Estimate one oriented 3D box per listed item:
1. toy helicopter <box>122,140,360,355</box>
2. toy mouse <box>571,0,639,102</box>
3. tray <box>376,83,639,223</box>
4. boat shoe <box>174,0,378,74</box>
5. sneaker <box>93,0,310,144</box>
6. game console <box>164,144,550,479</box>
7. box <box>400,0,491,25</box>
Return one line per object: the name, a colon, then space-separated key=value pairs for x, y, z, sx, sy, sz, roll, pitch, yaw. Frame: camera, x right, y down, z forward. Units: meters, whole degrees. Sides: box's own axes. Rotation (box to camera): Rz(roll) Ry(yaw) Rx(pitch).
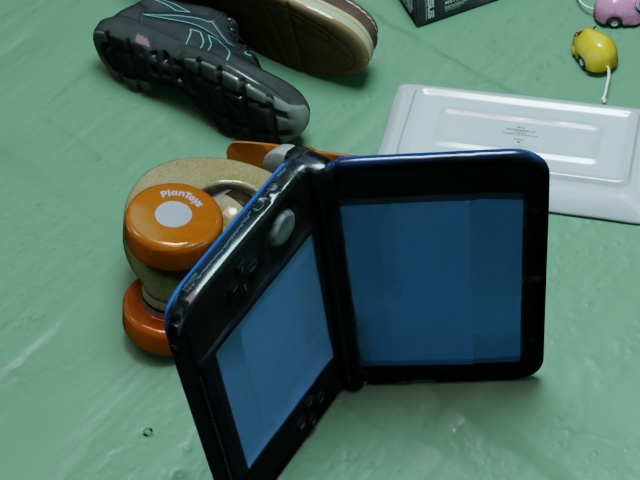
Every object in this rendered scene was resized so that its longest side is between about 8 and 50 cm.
toy helicopter: x=0.000 y=0.000 z=1.286 sx=0.355 sy=0.140 sz=0.235 roll=12 pitch=44 yaw=4
toy mouse: x=0.324 y=-0.220 z=1.454 sx=0.143 sy=0.031 sz=0.161 roll=-15 pitch=49 yaw=-7
tray: x=0.191 y=-0.095 z=1.374 sx=0.270 sy=0.030 sz=0.145 roll=8 pitch=53 yaw=14
boat shoe: x=-0.063 y=-0.284 z=1.501 sx=0.342 sy=0.123 sz=0.123 roll=27 pitch=68 yaw=34
sneaker: x=-0.109 y=-0.187 z=1.446 sx=0.267 sy=0.101 sz=0.106 roll=29 pitch=58 yaw=27
game console: x=0.039 y=0.079 z=1.082 sx=0.173 sy=0.293 sz=0.250 roll=23 pitch=58 yaw=25
box: x=0.142 y=-0.351 z=1.572 sx=0.183 sy=0.056 sz=0.231 roll=-20 pitch=51 yaw=-8
